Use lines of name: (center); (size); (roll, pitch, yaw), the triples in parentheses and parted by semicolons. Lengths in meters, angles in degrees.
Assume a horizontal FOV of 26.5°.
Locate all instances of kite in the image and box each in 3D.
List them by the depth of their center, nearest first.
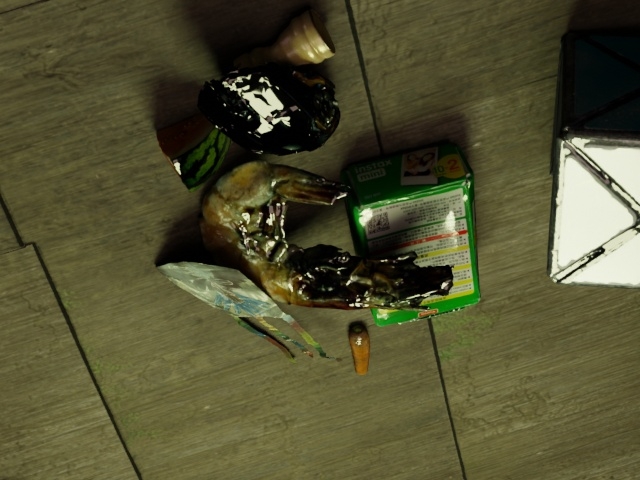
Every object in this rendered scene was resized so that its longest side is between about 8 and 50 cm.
kite: (-0.102, 0.105, 1.957); (0.169, 0.015, 0.310); (2, 151, 37)

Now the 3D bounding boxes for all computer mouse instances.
computer mouse: (-0.056, -0.158, 1.716); (0.146, 0.078, 0.241); (-31, 151, 27)

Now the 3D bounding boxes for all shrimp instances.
shrimp: (0.000, 0.000, 1.818); (0.364, 0.071, 0.233); (7, 128, 23)

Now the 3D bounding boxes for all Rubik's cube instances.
Rubik's cube: (0.428, -0.104, 1.770); (0.260, 0.259, 0.255); (1, 128, 8)

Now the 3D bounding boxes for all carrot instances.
carrot: (0.061, 0.168, 2.073); (0.032, 0.032, 0.093); (-11, 132, -5)

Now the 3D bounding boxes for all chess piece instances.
chess piece: (-0.048, -0.237, 1.717); (0.122, 0.066, 0.066); (-26, 129, 15)

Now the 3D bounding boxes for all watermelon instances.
watermelon: (-0.178, -0.113, 1.784); (0.094, 0.125, 0.135); (26, 142, 5)

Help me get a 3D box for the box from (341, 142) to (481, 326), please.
box: (0.134, -0.006, 1.910); (0.180, 0.103, 0.250); (-13, 127, -3)
